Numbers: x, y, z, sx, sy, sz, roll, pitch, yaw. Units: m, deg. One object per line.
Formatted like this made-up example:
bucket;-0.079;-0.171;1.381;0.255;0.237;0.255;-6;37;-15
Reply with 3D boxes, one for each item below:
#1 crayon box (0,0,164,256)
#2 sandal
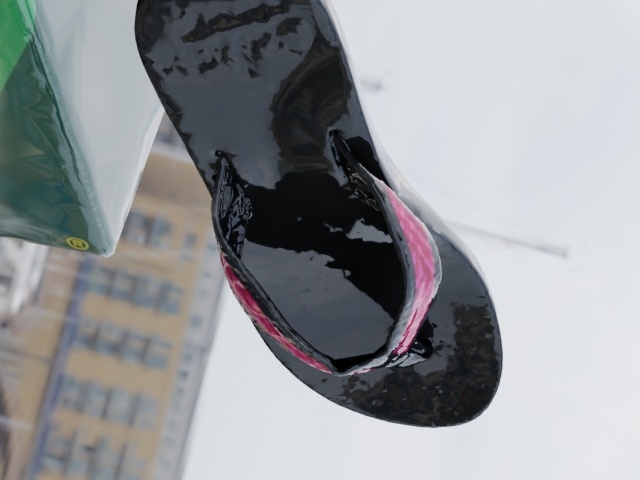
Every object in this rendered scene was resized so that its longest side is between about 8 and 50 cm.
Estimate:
crayon box;-0.238;-0.143;0.500;0.313;0.363;0.106;81;23;-60
sandal;0.000;0.000;0.492;0.040;0.067;0.179;-94;161;-47
